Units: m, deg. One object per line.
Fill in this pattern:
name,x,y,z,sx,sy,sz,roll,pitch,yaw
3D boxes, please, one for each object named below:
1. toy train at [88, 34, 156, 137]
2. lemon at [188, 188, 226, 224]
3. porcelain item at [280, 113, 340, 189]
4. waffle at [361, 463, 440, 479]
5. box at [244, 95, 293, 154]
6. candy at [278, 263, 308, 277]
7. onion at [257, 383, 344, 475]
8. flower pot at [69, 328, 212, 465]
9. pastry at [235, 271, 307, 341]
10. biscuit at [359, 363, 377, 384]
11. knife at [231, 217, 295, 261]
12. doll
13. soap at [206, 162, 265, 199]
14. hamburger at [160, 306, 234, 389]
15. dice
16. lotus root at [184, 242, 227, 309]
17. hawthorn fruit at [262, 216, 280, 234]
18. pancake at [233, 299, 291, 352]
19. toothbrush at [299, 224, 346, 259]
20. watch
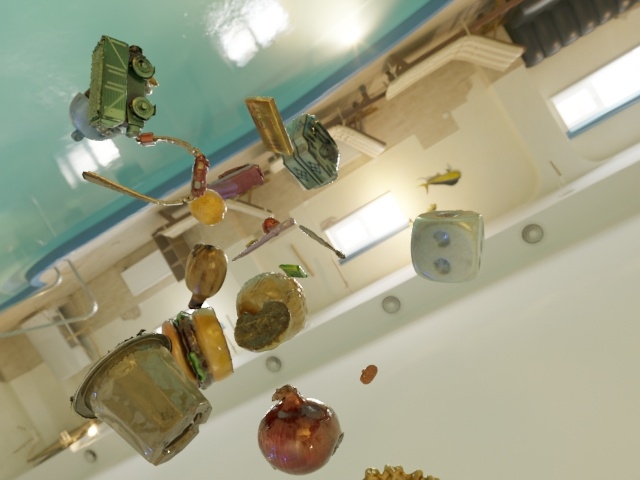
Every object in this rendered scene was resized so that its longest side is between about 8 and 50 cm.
toy train,-0.555,-0.431,1.133,0.115,0.269,0.154,0,176,45
lemon,-0.466,-0.142,1.651,0.142,0.187,0.142,-44,156,-25
porcelain item,-0.039,-0.395,1.793,0.157,0.281,0.285,-23,-140,31
waffle,0.175,0.613,0.842,0.249,0.253,0.056,2,164,9
box,-0.129,-0.291,1.026,0.089,0.156,0.022,16,-125,31
candy,-0.119,0.140,1.807,0.102,0.032,0.178,6,163,11
onion,-0.082,0.784,1.633,0.354,0.353,0.353,-30,-179,0
flower pot,-0.441,0.422,1.049,0.290,0.259,0.290,-45,158,-24
pastry,-0.238,0.336,2.069,0.389,0.388,0.312,-30,-169,36
biscuit,0.203,0.563,1.694,0.091,0.078,0.015,-56,-149,-6
knife,-0.199,-0.005,1.405,0.132,0.038,0.399,-38,-173,-37
doll,-0.648,-0.420,1.251,0.314,0.141,0.177,-47,165,-8
soap,-0.395,-0.286,1.953,0.289,0.112,0.182,-12,-151,28
hamburger,-0.588,0.509,1.876,0.278,0.395,0.396,-19,176,-22
dice,0.537,0.019,1.690,0.265,0.262,0.268,2,-167,27
lotus root,-0.509,0.164,1.764,0.183,0.183,0.309,-35,141,-83
hawthorn fruit,-0.227,-0.068,1.848,0.093,0.093,0.093,-30,-179,0
pancake,-0.229,0.344,1.609,0.254,0.037,0.253,-9,-140,7
toothbrush,0.000,0.000,2.073,0.035,0.042,0.413,-52,-137,-3
watch,-0.404,-0.176,0.969,0.102,0.269,0.164,179,-72,-72
